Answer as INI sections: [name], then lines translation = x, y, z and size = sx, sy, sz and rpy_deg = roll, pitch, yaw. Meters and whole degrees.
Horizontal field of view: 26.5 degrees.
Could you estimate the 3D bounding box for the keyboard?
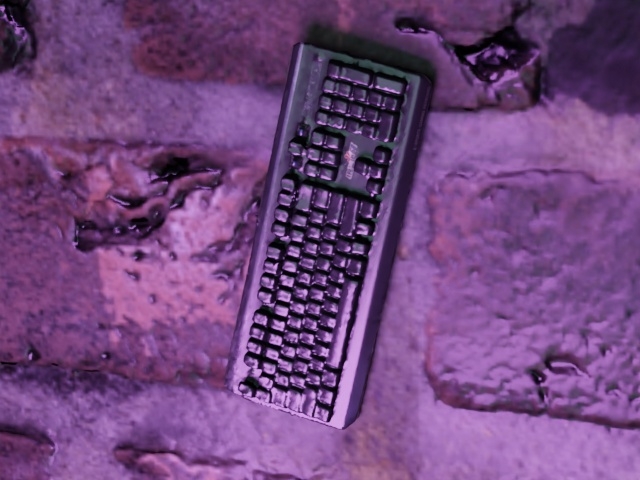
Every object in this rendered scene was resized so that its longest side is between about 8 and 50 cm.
[keyboard]
translation = 0.000, 0.000, 0.820
size = 0.093, 0.025, 0.230
rpy_deg = 16, 108, 16
